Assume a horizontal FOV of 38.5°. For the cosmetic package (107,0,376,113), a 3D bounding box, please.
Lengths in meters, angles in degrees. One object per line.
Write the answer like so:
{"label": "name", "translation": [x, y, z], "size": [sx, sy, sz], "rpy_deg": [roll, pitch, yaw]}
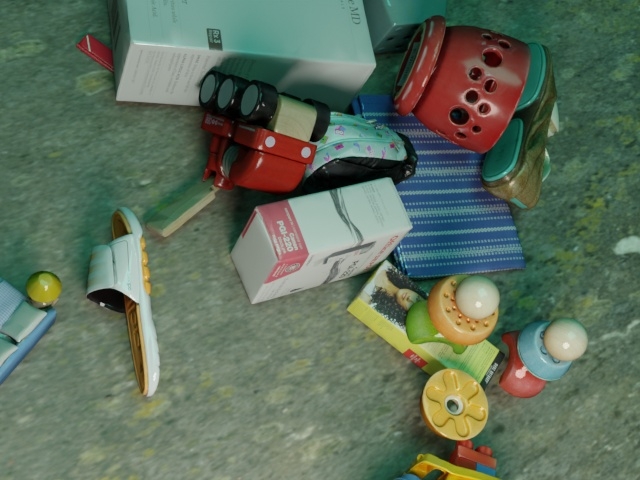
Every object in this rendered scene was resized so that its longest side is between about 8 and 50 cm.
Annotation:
{"label": "cosmetic package", "translation": [-0.126, -0.330, 1.431], "size": [0.384, 0.156, 0.217], "rpy_deg": [-2, 65, -21]}

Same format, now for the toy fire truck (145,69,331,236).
{"label": "toy fire truck", "translation": [-0.127, -0.106, 1.302], "size": [0.158, 0.217, 0.246], "rpy_deg": [13, 97, -34]}

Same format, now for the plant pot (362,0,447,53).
{"label": "plant pot", "translation": [0.117, -0.455, 1.585], "size": [0.165, 0.165, 0.234], "rpy_deg": [-10, 77, -24]}

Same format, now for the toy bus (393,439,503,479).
{"label": "toy bus", "translation": [0.164, 0.359, 1.224], "size": [0.220, 0.149, 0.211], "rpy_deg": [19, 47, -8]}

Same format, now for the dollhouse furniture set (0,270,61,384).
{"label": "dollhouse furniture set", "translation": [-0.498, 0.069, 1.077], "size": [0.286, 0.198, 0.303], "rpy_deg": [37, 58, 0]}

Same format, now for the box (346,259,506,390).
{"label": "box", "translation": [0.158, 0.138, 1.368], "size": [0.232, 0.058, 0.087], "rpy_deg": [38, 59, 0]}

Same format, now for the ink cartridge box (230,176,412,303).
{"label": "ink cartridge box", "translation": [0.000, 0.000, 1.317], "size": [0.217, 0.158, 0.092], "rpy_deg": [-16, 71, -26]}

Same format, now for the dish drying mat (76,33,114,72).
{"label": "dish drying mat", "translation": [-0.335, -0.287, 1.421], "size": [0.083, 0.008, 0.032], "rpy_deg": [35, 58, -1]}

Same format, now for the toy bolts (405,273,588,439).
{"label": "toy bolts", "translation": [0.252, 0.161, 1.264], "size": [0.228, 0.158, 0.218], "rpy_deg": [11, 63, -16]}

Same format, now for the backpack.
{"label": "backpack", "translation": [0.038, -0.119, 1.373], "size": [0.182, 0.152, 0.115], "rpy_deg": [5, 51, -45]}

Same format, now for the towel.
{"label": "towel", "translation": [0.190, -0.096, 1.513], "size": [0.243, 0.040, 0.336], "rpy_deg": [-5, 69, -25]}

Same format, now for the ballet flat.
{"label": "ballet flat", "translation": [0.356, -0.188, 1.569], "size": [0.124, 0.116, 0.342], "rpy_deg": [42, 46, -30]}

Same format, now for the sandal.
{"label": "sandal", "translation": [-0.268, 0.077, 1.214], "size": [0.076, 0.102, 0.265], "rpy_deg": [-4, 69, -25]}

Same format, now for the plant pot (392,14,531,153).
{"label": "plant pot", "translation": [0.218, -0.255, 1.465], "size": [0.174, 0.191, 0.191], "rpy_deg": [20, 60, -9]}
